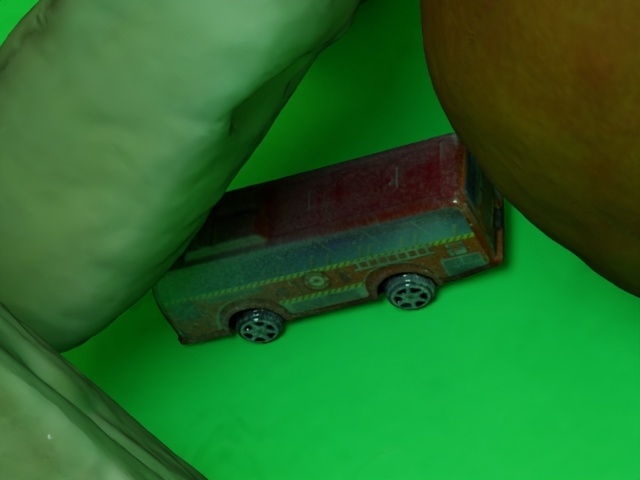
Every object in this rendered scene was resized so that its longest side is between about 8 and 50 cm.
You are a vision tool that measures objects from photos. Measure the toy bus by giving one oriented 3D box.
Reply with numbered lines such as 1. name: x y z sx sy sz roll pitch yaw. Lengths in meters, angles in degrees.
1. toy bus: 0.000 0.000 0.944 0.192 0.077 0.065 -14 47 19

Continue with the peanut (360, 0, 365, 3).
1. peanut: 0.024 -0.257 1.119 0.149 0.149 0.313 9 55 34

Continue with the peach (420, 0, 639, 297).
1. peach: 0.207 -0.133 0.747 0.343 0.301 0.342 4 75 -13

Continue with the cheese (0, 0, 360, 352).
1. cheese: -0.073 -0.107 0.912 0.328 0.130 0.351 -49 9 34

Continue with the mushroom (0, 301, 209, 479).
1. mushroom: -0.211 0.141 0.699 0.313 0.397 0.224 -44 31 -4
